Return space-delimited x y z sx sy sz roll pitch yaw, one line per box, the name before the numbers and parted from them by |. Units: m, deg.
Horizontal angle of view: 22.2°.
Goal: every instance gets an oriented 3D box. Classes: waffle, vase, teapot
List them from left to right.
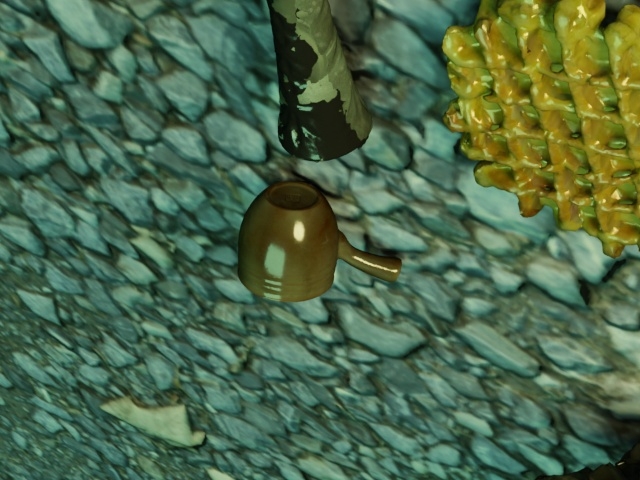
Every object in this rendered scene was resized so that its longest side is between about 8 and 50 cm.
vase | -0.010 -0.118 0.912 0.059 0.059 0.167 18 146 24
teapot | 0.000 0.000 1.095 0.110 0.085 0.080 3 123 -4
waffle | 0.146 -0.061 0.870 0.191 0.038 0.191 24 149 15

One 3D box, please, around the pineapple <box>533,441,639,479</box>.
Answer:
pineapple | 0.257 0.205 1.013 0.357 0.223 0.223 12 145 46
